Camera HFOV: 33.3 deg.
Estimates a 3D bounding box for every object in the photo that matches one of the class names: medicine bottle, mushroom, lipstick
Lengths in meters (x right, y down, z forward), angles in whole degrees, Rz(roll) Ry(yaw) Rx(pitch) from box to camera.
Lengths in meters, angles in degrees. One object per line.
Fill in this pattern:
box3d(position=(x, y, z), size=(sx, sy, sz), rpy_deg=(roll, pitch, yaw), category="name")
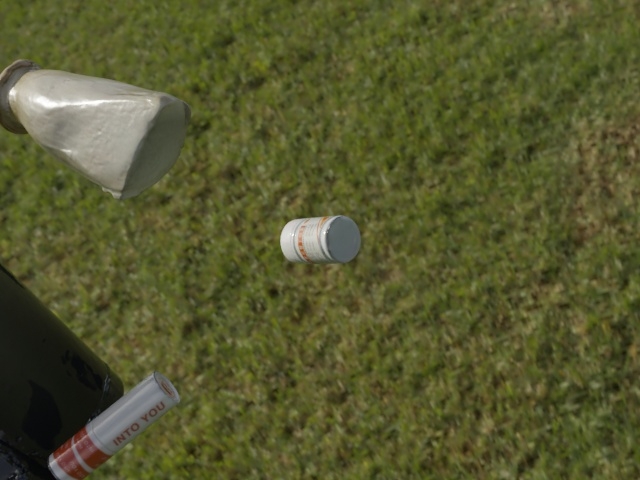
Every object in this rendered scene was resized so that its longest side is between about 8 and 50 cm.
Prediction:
box3d(position=(0.000, 0.000, 1.275), size=(0.089, 0.057, 0.057), rpy_deg=(-2, 44, 51), category="medicine bottle")
box3d(position=(-0.349, -0.175, 1.617), size=(0.137, 0.154, 0.407), rpy_deg=(-25, 32, -39), category="mushroom")
box3d(position=(-0.191, 0.175, 0.991), size=(0.131, 0.038, 0.038), rpy_deg=(-39, 39, 6), category="lipstick")

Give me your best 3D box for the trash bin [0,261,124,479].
box3d(position=(-0.370, 0.113, 1.076), size=(0.203, 0.301, 0.252), rpy_deg=(-34, 26, 9), category="trash bin")
